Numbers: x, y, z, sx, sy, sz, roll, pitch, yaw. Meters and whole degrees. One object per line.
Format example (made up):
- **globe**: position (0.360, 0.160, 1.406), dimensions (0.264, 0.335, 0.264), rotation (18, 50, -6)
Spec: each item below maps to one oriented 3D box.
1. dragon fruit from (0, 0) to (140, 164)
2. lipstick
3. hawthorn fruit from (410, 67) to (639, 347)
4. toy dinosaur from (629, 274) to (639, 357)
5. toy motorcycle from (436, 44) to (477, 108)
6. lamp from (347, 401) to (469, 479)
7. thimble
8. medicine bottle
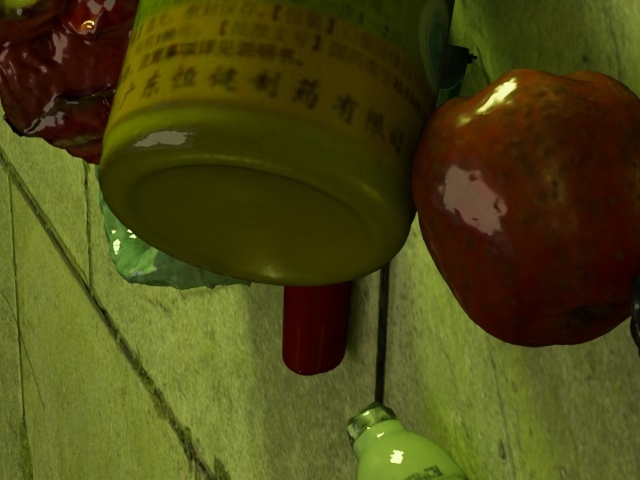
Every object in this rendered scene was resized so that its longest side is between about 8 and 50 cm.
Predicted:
- **dragon fruit**: position (-0.144, -0.174, 1.697), dimensions (0.228, 0.329, 0.286), rotation (-30, 70, 61)
- **lipstick**: position (0.000, -0.001, 1.739), dimensions (0.073, 0.073, 0.280), rotation (-128, 34, -51)
- **hawthorn fruit**: position (0.148, -0.021, 1.206), dimensions (0.189, 0.189, 0.189), rotation (170, 90, -69)
- **toy dinosaur**: position (0.249, 0.105, 1.127), dimensions (0.187, 0.087, 0.179), rotation (-162, 66, -68)
- **toy motorcycle**: position (0.063, -0.159, 1.485), dimensions (0.135, 0.092, 0.254), rotation (122, 144, -47)
- **lamp**: position (0.094, 0.242, 1.568), dimensions (0.250, 0.101, 0.101), rotation (57, 150, 32)
- **thimble**: position (-0.140, -0.059, 1.929), dimensions (0.205, 0.171, 0.250), rotation (116, 141, -54)
- **medicine bottle**: position (-0.014, -0.179, 1.323), dimensions (0.224, 0.224, 0.384), rotation (126, 158, -62)
